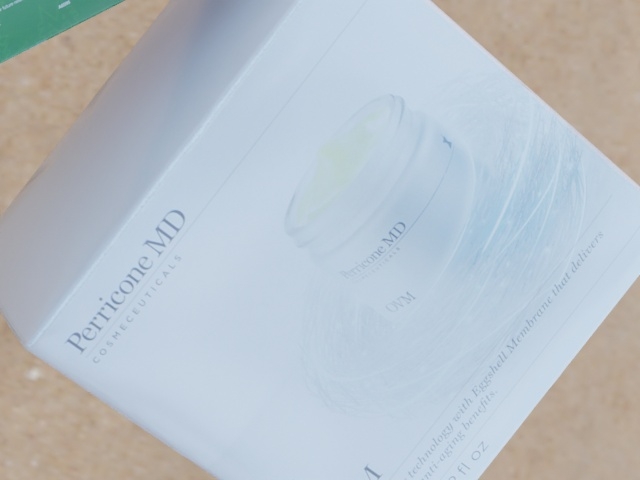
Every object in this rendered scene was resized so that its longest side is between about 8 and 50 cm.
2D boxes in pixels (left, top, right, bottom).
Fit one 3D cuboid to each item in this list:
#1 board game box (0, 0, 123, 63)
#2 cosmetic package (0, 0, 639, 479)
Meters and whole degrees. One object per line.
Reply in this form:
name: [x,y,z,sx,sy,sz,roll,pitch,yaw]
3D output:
board game box: [-0.197,-0.106,0.797,0.317,0.213,0.046,-32,121,-27]
cosmetic package: [0.000,0.000,0.880,0.225,0.138,0.224,37,91,-25]
